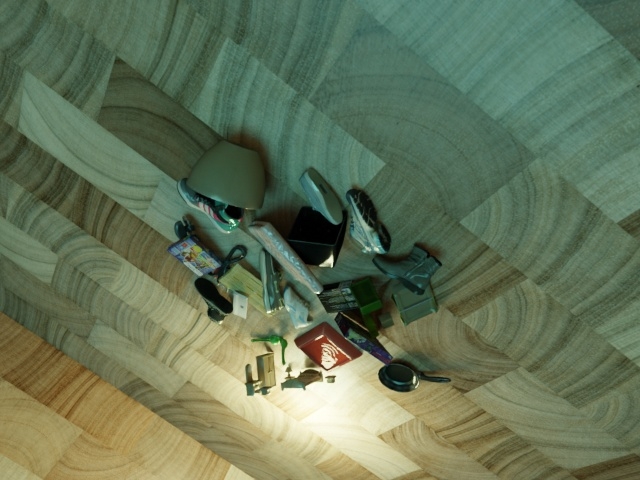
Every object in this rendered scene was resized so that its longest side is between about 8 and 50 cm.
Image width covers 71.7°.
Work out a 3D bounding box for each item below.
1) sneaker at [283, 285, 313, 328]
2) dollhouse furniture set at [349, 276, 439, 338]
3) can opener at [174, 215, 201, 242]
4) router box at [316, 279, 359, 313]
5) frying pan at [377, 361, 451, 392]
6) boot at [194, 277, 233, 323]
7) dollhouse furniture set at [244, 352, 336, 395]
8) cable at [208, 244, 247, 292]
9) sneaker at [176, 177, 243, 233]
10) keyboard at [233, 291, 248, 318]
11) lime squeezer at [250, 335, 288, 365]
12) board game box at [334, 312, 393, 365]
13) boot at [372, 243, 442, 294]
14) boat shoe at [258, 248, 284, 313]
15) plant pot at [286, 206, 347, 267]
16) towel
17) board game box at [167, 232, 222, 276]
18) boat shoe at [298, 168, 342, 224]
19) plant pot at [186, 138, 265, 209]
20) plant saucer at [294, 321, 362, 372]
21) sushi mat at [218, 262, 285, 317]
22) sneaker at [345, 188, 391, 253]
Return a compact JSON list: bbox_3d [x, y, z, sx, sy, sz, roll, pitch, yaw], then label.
[{"bbox_3d":[-0.103,0.296,2.016,0.092,0.087,0.228,-15,120,12],"label":"sneaker"},{"bbox_3d":[0.301,0.238,1.811,0.302,0.151,0.197,-23,124,1],"label":"dollhouse furniture set"},{"bbox_3d":[-0.579,0.013,1.989,0.074,0.093,0.280,35,147,46],"label":"can opener"},{"bbox_3d":[0.084,0.247,1.920,0.179,0.046,0.133,-13,118,29],"label":"router box"},{"bbox_3d":[0.414,0.615,2.053,0.326,0.053,0.197,-32,108,34],"label":"frying pan"},{"bbox_3d":[-0.547,0.307,2.193,0.236,0.085,0.178,43,140,4],"label":"boot"},{"bbox_3d":[-0.149,0.649,2.199,0.356,0.303,0.173,-10,82,26],"label":"dollhouse furniture set"},{"bbox_3d":[-0.427,0.106,2.037,0.139,0.072,0.287,41,118,12],"label":"cable"},{"bbox_3d":[-0.419,-0.160,1.765,0.295,0.123,0.178,43,138,-22],"label":"sneaker"},{"bbox_3d":[-0.387,0.314,2.136,0.072,0.014,0.256,20,147,0],"label":"keyboard"},{"bbox_3d":[-0.229,0.528,2.224,0.310,0.110,0.059,18,155,49],"label":"lime squeezer"},{"bbox_3d":[0.169,0.399,1.841,0.208,0.347,0.056,30,88,-4],"label":"board game box"},{"bbox_3d":[0.329,0.081,1.681,0.246,0.083,0.161,33,105,28],"label":"boot"},{"bbox_3d":[-0.215,0.175,1.955,0.091,0.109,0.305,-9,112,-14],"label":"boat shoe"},{"bbox_3d":[0.000,0.000,1.695,0.188,0.188,0.167,7,136,17],"label":"plant pot"},{"bbox_3d":[-0.146,0.057,1.748,0.332,0.053,0.317,50,168,-16],"label":"towel"},{"bbox_3d":[-0.553,0.069,1.957,0.136,0.035,0.201,-26,127,21],"label":"board game box"},{"bbox_3d":[-0.001,-0.152,1.632,0.081,0.079,0.227,-31,91,46],"label":"boat shoe"},{"bbox_3d":[-0.315,-0.253,1.600,0.284,0.284,0.191,23,102,5],"label":"plant pot"},{"bbox_3d":[0.028,0.535,2.153,0.258,0.047,0.259,43,128,-11],"label":"plant saucer"},{"bbox_3d":[-0.306,0.234,2.044,0.151,0.019,0.316,-38,114,26],"label":"sushi mat"},{"bbox_3d":[0.147,-0.057,1.634,0.122,0.110,0.283,-14,118,33],"label":"sneaker"}]
